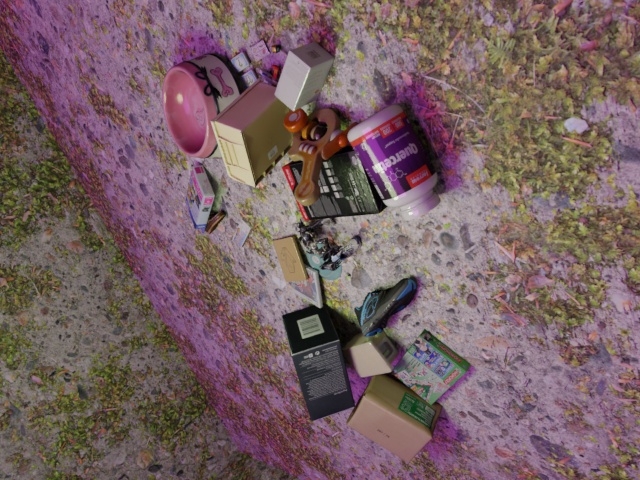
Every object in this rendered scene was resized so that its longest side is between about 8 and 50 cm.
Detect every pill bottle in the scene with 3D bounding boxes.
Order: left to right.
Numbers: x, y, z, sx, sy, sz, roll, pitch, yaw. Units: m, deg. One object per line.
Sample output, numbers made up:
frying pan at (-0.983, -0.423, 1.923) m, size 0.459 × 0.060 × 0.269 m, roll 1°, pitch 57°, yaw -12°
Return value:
pill bottle at (0.229, -0.228, 1.375) m, size 0.181 × 0.181 × 0.323 m, roll -21°, pitch 104°, yaw 49°

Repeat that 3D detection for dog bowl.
dog bowl at (-0.466, -0.502, 1.783) m, size 0.408 × 0.150 × 0.408 m, roll 23°, pitch 123°, yaw 41°

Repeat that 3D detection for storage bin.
storage bin at (-0.219, -0.366, 1.594) m, size 0.123 × 0.262 × 0.260 m, roll 23°, pitch 147°, yaw 21°

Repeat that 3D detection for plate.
plate at (0.008, 0.094, 1.948) m, size 0.188 × 0.024 × 0.188 m, roll 25°, pitch 134°, yaw 28°

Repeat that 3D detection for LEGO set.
LEGO set at (-0.212, -0.589, 1.617) m, size 0.244 × 0.060 × 0.182 m, roll -8°, pitch 117°, yaw 45°

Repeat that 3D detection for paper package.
paper package at (0.317, 0.772, 2.018) m, size 0.325 × 0.168 × 0.309 m, roll 28°, pitch 136°, yaw 12°

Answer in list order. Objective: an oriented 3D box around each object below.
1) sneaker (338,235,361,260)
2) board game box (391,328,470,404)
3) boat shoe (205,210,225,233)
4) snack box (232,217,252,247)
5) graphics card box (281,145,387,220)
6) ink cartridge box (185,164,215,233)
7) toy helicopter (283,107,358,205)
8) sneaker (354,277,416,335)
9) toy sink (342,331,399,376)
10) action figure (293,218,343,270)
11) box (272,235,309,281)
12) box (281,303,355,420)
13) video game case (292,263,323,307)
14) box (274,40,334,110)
sneaker at (0.111, 0.038, 1.782) m, size 0.052 × 0.058 × 0.135 m, roll 42°, pitch 139°, yaw 11°
board game box at (0.432, 0.517, 1.851) m, size 0.213 × 0.046 × 0.317 m, roll 37°, pitch 138°, yaw 15°
boat shoe at (-0.537, -0.098, 2.276) m, size 0.073 × 0.073 × 0.207 m, roll 51°, pitch 140°, yaw -3°
snack box at (-0.376, -0.035, 2.212) m, size 0.064 × 0.022 × 0.178 m, roll 44°, pitch 140°, yaw 7°
graphics card box at (0.051, -0.200, 1.633) m, size 0.371 × 0.094 × 0.233 m, roll -3°, pitch 116°, yaw 46°
ink cartridge box at (-0.588, -0.189, 2.215) m, size 0.186 × 0.065 × 0.311 m, roll 64°, pitch 148°, yaw 25°
toy helicopter at (-0.006, -0.274, 1.478) m, size 0.235 × 0.355 × 0.140 m, roll -5°, pitch 154°, yaw 28°
sneaker at (0.233, 0.236, 1.766) m, size 0.341 × 0.125 × 0.140 m, roll -54°, pitch 53°, yaw 38°
toy sink at (0.225, 0.466, 1.942) m, size 0.153 × 0.131 × 0.234 m, roll 51°, pitch 145°, yaw 0°
action figure at (0.000, 0.000, 1.803) m, size 0.276 × 0.141 × 0.164 m, roll 50°, pitch 157°, yaw 46°
box at (-0.135, 0.085, 2.039) m, size 0.164 × 0.021 × 0.201 m, roll -11°, pitch 100°, yaw 52°
box at (-0.012, 0.537, 2.057) m, size 0.293 × 0.212 × 0.395 m, roll -119°, pitch 14°, yaw -63°
video game case at (-0.068, 0.189, 2.070) m, size 0.183 × 0.023 × 0.201 m, roll 25°, pitch 134°, yaw 41°
box at (-0.053, -0.520, 1.460) m, size 0.091 × 0.130 × 0.170 m, roll 43°, pitch 139°, yaw 9°
